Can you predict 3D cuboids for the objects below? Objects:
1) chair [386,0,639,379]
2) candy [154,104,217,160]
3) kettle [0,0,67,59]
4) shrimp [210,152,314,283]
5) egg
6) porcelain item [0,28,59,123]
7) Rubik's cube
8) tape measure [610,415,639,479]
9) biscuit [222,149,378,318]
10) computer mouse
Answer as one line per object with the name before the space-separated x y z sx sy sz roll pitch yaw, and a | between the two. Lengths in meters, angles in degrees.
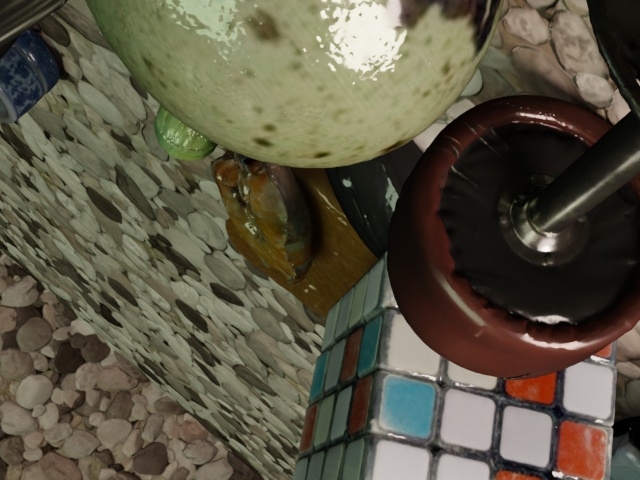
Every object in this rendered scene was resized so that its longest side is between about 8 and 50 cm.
chair | 0.194 -0.051 0.698 0.226 0.226 0.401 41 157 3
candy | -0.130 -0.198 1.176 0.092 0.093 0.335 47 149 10
kettle | -0.458 -0.302 1.247 0.207 0.271 0.251 50 155 -17
shrimp | -0.079 -0.060 1.203 0.164 0.062 0.316 35 157 24
egg | -0.028 -0.222 0.676 0.288 0.288 0.379 12 136 51
porcelain item | -0.473 -0.263 1.543 0.147 0.114 0.147 34 157 16
Rubik's cube | 0.134 0.183 1.075 0.256 0.253 0.259 15 158 -11
tape measure | 0.376 0.282 1.156 0.181 0.107 0.182 46 155 8
biscuit | 0.000 0.000 1.317 0.351 0.057 0.312 24 148 37
computer mouse | 0.087 -0.025 1.102 0.269 0.086 0.137 47 156 -9
